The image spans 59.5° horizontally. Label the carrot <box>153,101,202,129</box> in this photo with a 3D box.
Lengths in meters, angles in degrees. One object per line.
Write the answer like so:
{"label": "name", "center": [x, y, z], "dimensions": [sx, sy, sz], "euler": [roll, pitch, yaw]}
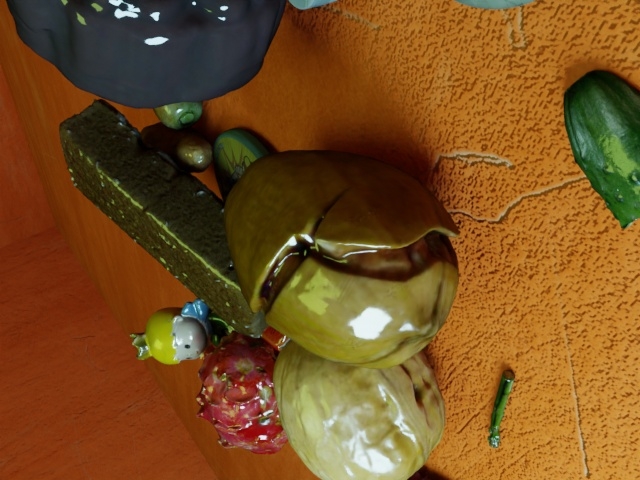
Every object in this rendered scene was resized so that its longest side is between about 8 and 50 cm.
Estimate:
{"label": "carrot", "center": [-0.292, -0.300, 0.944], "dimensions": [0.298, 0.078, 0.078], "euler": [52, 150, 25]}

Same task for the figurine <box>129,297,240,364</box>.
{"label": "figurine", "center": [-0.237, 0.197, 1.103], "dimensions": [0.185, 0.234, 0.127], "euler": [59, 147, 6]}

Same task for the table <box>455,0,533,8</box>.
{"label": "table", "center": [0.112, -0.216, 0.341], "dimensions": [0.134, 0.043, 0.133], "euler": [25, 142, 22]}

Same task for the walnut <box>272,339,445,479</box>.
{"label": "walnut", "center": [0.045, 0.186, 0.677], "dimensions": [0.195, 0.195, 0.221], "euler": [-5, 110, 59]}

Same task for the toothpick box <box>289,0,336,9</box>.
{"label": "toothpick box", "center": [0.012, -0.235, 0.484], "dimensions": [0.052, 0.083, 0.052], "euler": [39, 144, 36]}

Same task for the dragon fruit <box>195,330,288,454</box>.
{"label": "dragon fruit", "center": [-0.107, 0.280, 1.007], "dimensions": [0.205, 0.210, 0.268], "euler": [31, 169, 37]}

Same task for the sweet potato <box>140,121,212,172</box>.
{"label": "sweet potato", "center": [-0.270, -0.165, 0.995], "dimensions": [0.355, 0.095, 0.106], "euler": [4, 73, 55]}

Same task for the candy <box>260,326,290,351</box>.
{"label": "candy", "center": [-0.089, 0.122, 0.960], "dimensions": [0.292, 0.059, 0.086], "euler": [32, 98, 38]}

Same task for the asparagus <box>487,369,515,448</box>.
{"label": "asparagus", "center": [0.198, 0.190, 0.620], "dimensions": [0.018, 0.015, 0.127], "euler": [37, 143, 41]}

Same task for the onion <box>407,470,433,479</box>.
{"label": "onion", "center": [0.160, 0.500, 0.821], "dimensions": [0.280, 0.146, 0.314], "euler": [32, 144, 48]}

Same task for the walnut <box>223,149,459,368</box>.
{"label": "walnut", "center": [0.000, 0.000, 0.597], "dimensions": [0.336, 0.209, 0.208], "euler": [35, 142, 53]}

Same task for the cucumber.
{"label": "cucumber", "center": [0.199, -0.063, 0.384], "dimensions": [0.107, 0.035, 0.067], "euler": [59, 153, 8]}

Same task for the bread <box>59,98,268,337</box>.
{"label": "bread", "center": [-0.220, -0.031, 0.866], "dimensions": [0.417, 0.113, 0.165], "euler": [40, 152, 11]}

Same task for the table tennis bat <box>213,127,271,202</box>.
{"label": "table tennis bat", "center": [-0.073, -0.042, 0.839], "dimensions": [0.329, 0.044, 0.215], "euler": [42, 145, 35]}

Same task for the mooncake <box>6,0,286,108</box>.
{"label": "mooncake", "center": [-0.163, -0.274, 0.537], "dimensions": [0.283, 0.283, 0.141], "euler": [57, 151, 9]}
